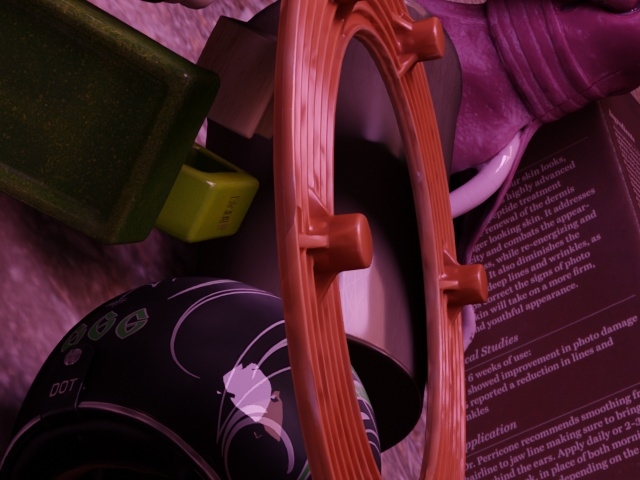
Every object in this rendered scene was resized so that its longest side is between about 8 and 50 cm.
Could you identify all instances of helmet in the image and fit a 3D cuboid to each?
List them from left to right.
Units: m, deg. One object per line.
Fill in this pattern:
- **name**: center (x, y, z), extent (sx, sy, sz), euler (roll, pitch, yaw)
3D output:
- **helmet**: center (-0.051, 0.099, 0.755), extent (0.169, 0.169, 0.161), euler (60, 30, -7)

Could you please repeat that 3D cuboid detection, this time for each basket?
- **basket**: center (0.000, 0.000, 0.972), extent (0.154, 0.204, 0.226), euler (13, 48, -10)

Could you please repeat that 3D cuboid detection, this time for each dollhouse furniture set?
- **dollhouse furniture set**: center (-0.066, -0.163, 0.810), extent (0.151, 0.301, 0.197), euler (29, 10, 12)

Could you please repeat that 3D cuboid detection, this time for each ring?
- **ring**: center (0.039, 0.014, 0.769), extent (0.336, 0.032, 0.336), euler (-7, 90, -75)

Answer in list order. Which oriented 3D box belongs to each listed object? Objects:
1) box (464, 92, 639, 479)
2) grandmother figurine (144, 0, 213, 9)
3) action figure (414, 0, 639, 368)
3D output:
- **box**: center (0.181, 0.054, 1.265), extent (0.143, 0.191, 0.381), euler (36, 36, -48)
- **grandmother figurine**: center (-0.146, -0.204, 0.980), extent (0.208, 0.104, 0.342), euler (35, 26, 5)
- **action figure**: center (0.140, -0.127, 1.137), extent (0.248, 0.370, 0.275), euler (35, 36, -47)
